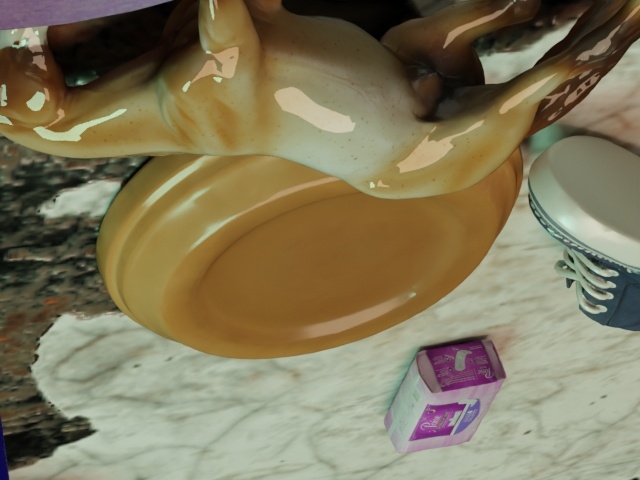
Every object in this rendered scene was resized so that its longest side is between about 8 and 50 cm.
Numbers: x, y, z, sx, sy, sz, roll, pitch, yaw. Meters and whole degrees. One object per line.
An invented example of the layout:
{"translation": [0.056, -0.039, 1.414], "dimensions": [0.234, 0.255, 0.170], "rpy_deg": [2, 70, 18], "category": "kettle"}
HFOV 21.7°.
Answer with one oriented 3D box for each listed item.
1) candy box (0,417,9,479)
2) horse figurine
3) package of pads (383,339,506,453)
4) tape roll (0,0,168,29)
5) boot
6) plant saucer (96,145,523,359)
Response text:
{"translation": [-0.243, 0.074, 0.505], "dimensions": [0.317, 0.268, 0.122], "rpy_deg": [-36, 143, 29], "category": "candy box"}
{"translation": [0.017, -0.072, 0.612], "dimensions": [0.263, 0.066, 0.174], "rpy_deg": [5, 138, -32], "category": "horse figurine"}
{"translation": [0.070, 0.091, 0.953], "dimensions": [0.050, 0.032, 0.083], "rpy_deg": [-9, 150, -18], "category": "package of pads"}
{"translation": [-0.068, -0.168, 0.374], "dimensions": [0.275, 0.090, 0.275], "rpy_deg": [-13, 151, -7], "category": "tape roll"}
{"translation": [0.144, 0.008, 0.812], "dimensions": [0.190, 0.069, 0.086], "rpy_deg": [12, 136, -45], "category": "boot"}
{"translation": [0.000, 0.000, 0.754], "dimensions": [0.200, 0.037, 0.200], "rpy_deg": [-14, 150, -8], "category": "plant saucer"}
